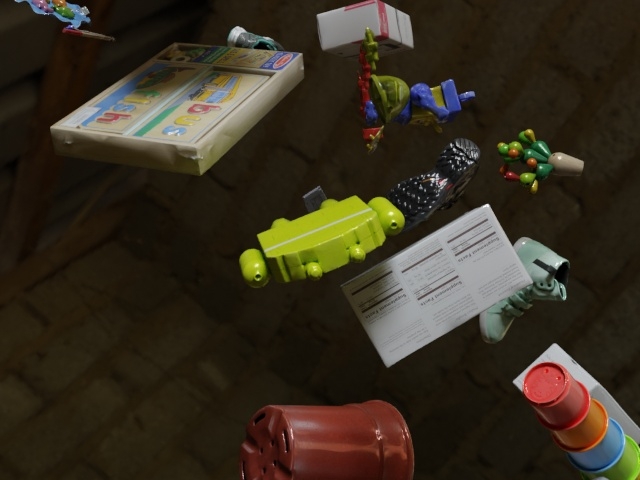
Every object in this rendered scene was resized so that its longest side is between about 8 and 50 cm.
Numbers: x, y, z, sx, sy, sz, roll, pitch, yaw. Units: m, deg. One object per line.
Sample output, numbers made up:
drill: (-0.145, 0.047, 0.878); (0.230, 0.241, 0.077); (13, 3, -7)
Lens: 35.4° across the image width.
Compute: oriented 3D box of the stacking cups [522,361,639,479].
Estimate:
stacking cups: (0.354, 0.266, 1.341); (0.096, 0.096, 0.316); (-50, -48, -3)

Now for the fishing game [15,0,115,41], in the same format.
fishing game: (-0.496, -0.441, 1.824); (0.041, 0.264, 0.189); (-60, -22, 17)

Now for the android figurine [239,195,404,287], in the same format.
android figurine: (0.000, 0.000, 1.453); (0.248, 0.056, 0.273); (-22, 16, -6)

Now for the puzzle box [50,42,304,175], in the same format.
puzzle box: (-0.228, -0.236, 1.706); (0.409, 0.272, 0.052); (-53, -33, -52)

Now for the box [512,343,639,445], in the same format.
box: (0.495, 0.324, 1.927); (0.119, 0.182, 0.181); (-43, 24, 3)

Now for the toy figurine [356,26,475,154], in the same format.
toy figurine: (0.192, -0.292, 1.926); (0.217, 0.191, 0.362); (-6, -7, -2)

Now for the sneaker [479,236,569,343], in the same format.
sneaker: (0.457, 0.132, 2.231); (0.094, 0.151, 0.256); (18, -82, -45)

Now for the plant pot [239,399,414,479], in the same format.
plant pot: (-0.001, 0.441, 1.999); (0.265, 0.272, 0.272); (13, -55, -33)

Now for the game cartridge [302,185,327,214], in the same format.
game cartridge: (-0.007, -0.080, 2.332); (0.056, 0.083, 0.017); (-35, 31, -11)

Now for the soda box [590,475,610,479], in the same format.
soda box: (0.387, 0.462, 1.302); (0.091, 0.286, 0.098); (-18, 4, -12)

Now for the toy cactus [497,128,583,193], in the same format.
toy cactus: (0.466, -0.161, 2.141); (0.219, 0.180, 0.112); (-68, -10, -66)

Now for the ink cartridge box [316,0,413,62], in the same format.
ink cartridge box: (0.109, -0.495, 2.386); (0.158, 0.092, 0.218); (-9, -1, 25)

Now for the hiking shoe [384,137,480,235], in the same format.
hiking shoe: (0.199, -0.074, 1.778); (0.227, 0.086, 0.114); (-39, -30, -1)

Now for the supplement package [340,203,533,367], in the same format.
supplement package: (0.179, 0.072, 1.622); (0.262, 0.145, 0.204); (-30, -2, 0)

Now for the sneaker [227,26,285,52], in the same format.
sneaker: (-0.120, -0.395, 2.100); (0.166, 0.076, 0.065); (3, -69, -54)
